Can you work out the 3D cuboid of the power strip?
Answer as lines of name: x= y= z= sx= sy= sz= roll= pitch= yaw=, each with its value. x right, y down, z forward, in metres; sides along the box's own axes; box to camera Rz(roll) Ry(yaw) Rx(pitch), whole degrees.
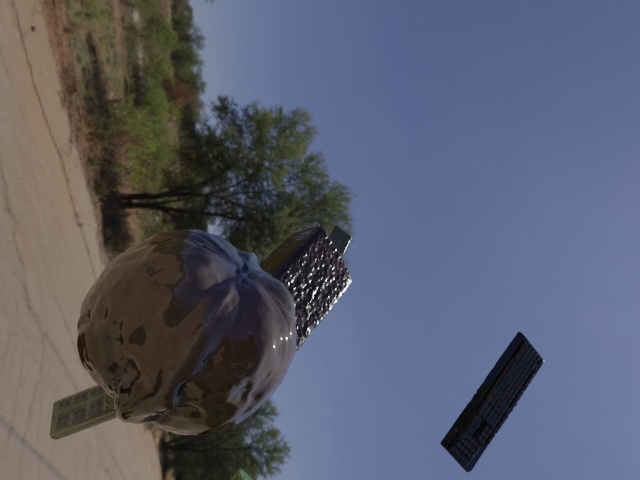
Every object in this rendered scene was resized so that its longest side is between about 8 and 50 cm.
power strip: x=-0.517 y=0.383 z=1.053 sx=0.034 sy=0.268 sz=0.092 roll=56 pitch=15 yaw=-52

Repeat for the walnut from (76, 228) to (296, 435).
walnut: x=-0.156 y=0.111 z=0.540 sx=0.248 sy=0.248 sz=0.248 roll=175 pitch=-90 yaw=-71

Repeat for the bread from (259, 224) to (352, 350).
bread: x=-0.094 y=0.138 z=0.861 sx=0.113 sy=0.416 sz=0.165 roll=-18 pitch=-72 yaw=42

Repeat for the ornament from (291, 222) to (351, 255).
ornament: x=-0.003 y=0.014 z=1.526 sx=0.120 sy=0.130 sz=0.285 roll=45 pitch=-14 yaw=-27

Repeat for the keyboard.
keyboard: x=0.244 y=0.223 z=0.622 sx=0.074 sy=0.196 sz=0.015 roll=50 pitch=-17 yaw=-23

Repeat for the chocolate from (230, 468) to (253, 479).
chocolate: x=-0.212 y=0.759 z=1.041 sx=0.289 sy=0.137 sz=0.301 roll=-52 pitch=-161 yaw=-5
